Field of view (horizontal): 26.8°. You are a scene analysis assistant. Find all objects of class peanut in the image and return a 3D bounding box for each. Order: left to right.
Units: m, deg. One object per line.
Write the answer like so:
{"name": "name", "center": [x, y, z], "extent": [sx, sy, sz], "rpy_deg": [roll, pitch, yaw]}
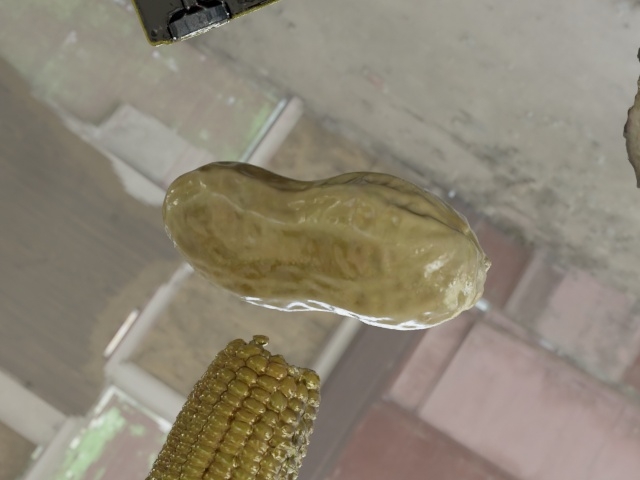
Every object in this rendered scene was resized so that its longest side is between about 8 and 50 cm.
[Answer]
{"name": "peanut", "center": [0.000, 0.000, 1.259], "extent": [0.313, 0.149, 0.149], "rpy_deg": [9, 157, 16]}

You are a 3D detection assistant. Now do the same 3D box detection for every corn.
{"name": "corn", "center": [-0.061, 0.142, 0.633], "extent": [0.068, 0.207, 0.068], "rpy_deg": [25, 167, 6]}

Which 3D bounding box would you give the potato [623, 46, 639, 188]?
{"name": "potato", "center": [0.491, -0.118, 1.342], "extent": [0.289, 0.237, 0.300], "rpy_deg": [47, 154, 42]}

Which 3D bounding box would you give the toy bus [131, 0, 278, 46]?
{"name": "toy bus", "center": [-0.049, -0.326, 1.425], "extent": [0.151, 0.331, 0.145], "rpy_deg": [-112, 0, -83]}
